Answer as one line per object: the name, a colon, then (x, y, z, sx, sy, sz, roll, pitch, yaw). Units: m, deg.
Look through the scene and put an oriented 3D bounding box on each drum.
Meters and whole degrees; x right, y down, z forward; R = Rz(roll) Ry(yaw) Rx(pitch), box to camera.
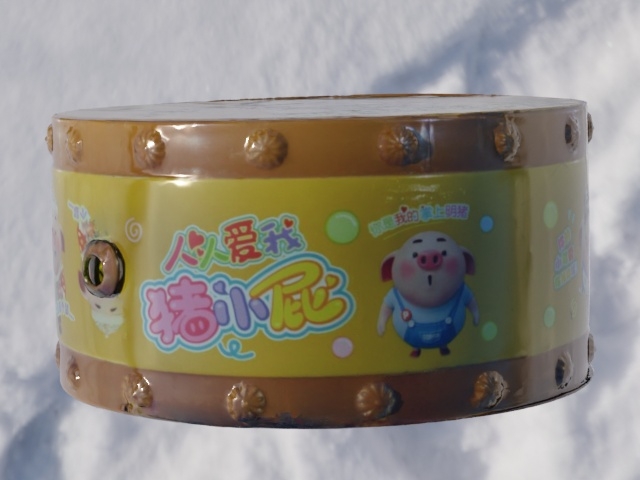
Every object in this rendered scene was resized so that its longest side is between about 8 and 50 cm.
drum: (0.000, 0.000, 1.231, 0.431, 0.431, 0.214, -1, 97, -4)
